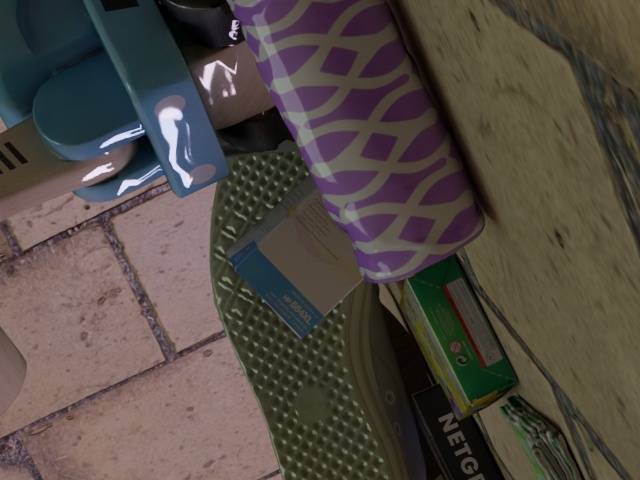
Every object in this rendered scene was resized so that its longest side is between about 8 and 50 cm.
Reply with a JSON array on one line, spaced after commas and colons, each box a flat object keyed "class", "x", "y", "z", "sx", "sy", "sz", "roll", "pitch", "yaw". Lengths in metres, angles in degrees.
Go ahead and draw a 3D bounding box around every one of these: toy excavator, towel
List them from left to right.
[{"class": "toy excavator", "x": -0.216, "y": -0.096, "z": 1.520, "sx": 0.222, "sy": 0.445, "sz": 0.433, "roll": 68, "pitch": 175, "yaw": -60}, {"class": "towel", "x": 0.159, "y": 0.168, "z": 1.244, "sx": 0.152, "sy": 0.023, "sz": 0.113, "roll": -141, "pitch": 26, "yaw": -84}]

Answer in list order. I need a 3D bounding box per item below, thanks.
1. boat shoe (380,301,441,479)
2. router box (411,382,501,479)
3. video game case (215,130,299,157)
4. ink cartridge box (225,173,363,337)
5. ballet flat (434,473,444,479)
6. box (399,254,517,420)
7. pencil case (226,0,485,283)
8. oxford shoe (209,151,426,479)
[{"class": "boat shoe", "x": 0.082, "y": 0.189, "z": 2.016, "sx": 0.285, "sy": 0.105, "sz": 0.089, "roll": 64, "pitch": 174, "yaw": 0}, {"class": "router box", "x": 0.147, "y": 0.232, "z": 1.782, "sx": 0.133, "sy": 0.046, "sz": 0.179, "roll": 72, "pitch": 172, "yaw": -72}, {"class": "video game case", "x": -0.183, "y": -0.205, "z": 1.764, "sx": 0.329, "sy": 0.300, "sz": 0.036, "roll": 62, "pitch": 144, "yaw": 30}, {"class": "ink cartridge box", "x": 0.000, "y": 0.000, "z": 1.634, "sx": 0.090, "sy": 0.143, "sz": 0.092, "roll": 47, "pitch": -179, "yaw": -12}, {"class": "ballet flat", "x": 0.164, "y": 0.311, "z": 1.945, "sx": 0.206, "sy": 0.067, "sz": 0.073, "roll": 66, "pitch": 176, "yaw": -32}, {"class": "box", "x": 0.099, "y": 0.076, "z": 1.356, "sx": 0.105, "sy": 0.043, "sz": 0.179, "roll": 64, "pitch": 175, "yaw": 8}, {"class": "pencil case", "x": 0.017, "y": -0.077, "z": 1.031, "sx": 0.206, "sy": 0.086, "sz": 0.088, "roll": 65, "pitch": 164, "yaw": -12}, {"class": "oxford shoe", "x": 0.001, "y": 0.094, "z": 1.829, "sx": 0.130, "sy": 0.169, "sz": 0.449, "roll": -10, "pitch": -95, "yaw": -69}]
